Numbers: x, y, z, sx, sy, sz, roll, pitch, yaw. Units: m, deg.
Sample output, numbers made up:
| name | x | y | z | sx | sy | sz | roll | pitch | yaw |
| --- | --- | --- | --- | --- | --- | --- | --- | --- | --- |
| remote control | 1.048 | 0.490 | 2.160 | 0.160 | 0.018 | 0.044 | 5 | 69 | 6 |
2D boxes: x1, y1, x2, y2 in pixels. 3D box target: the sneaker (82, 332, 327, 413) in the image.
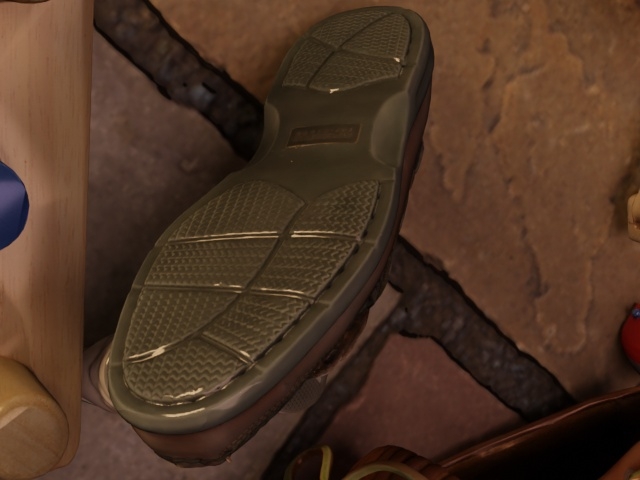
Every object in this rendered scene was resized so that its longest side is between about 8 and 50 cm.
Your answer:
| name | x | y | z | sx | sy | sz | roll | pitch | yaw |
| --- | --- | --- | --- | --- | --- | --- | --- | --- | --- |
| sneaker | -0.058 | 0.058 | 0.599 | 0.152 | 0.061 | 0.053 | 5 | 81 | -46 |

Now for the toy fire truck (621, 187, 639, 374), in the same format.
| name | x | y | z | sx | sy | sz | roll | pitch | yaw |
| --- | --- | --- | --- | --- | --- | --- | --- | --- | --- |
| toy fire truck | 0.224 | -0.011 | 0.720 | 0.135 | 0.047 | 0.192 | 34 | 86 | -27 |

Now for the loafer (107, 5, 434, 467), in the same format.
| name | x | y | z | sx | sy | sz | roll | pitch | yaw |
| --- | --- | --- | --- | --- | --- | --- | --- | --- | --- |
| loafer | 0.000 | 0.000 | 0.534 | 0.267 | 0.096 | 0.084 | -63 | 146 | -42 |

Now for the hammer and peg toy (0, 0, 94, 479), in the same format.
| name | x | y | z | sx | sy | sz | roll | pitch | yaw |
| --- | --- | --- | --- | --- | --- | --- | --- | --- | --- |
| hammer and peg toy | -0.211 | 0.030 | 0.476 | 0.266 | 0.127 | 0.361 | -3 | 103 | -27 |

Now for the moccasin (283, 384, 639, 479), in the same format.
| name | x | y | z | sx | sy | sz | roll | pitch | yaw |
| --- | --- | --- | --- | --- | --- | --- | --- | --- | --- |
| moccasin | 0.046 | 0.157 | 0.618 | 0.380 | 0.139 | 0.147 | -11 | 104 | -24 |
